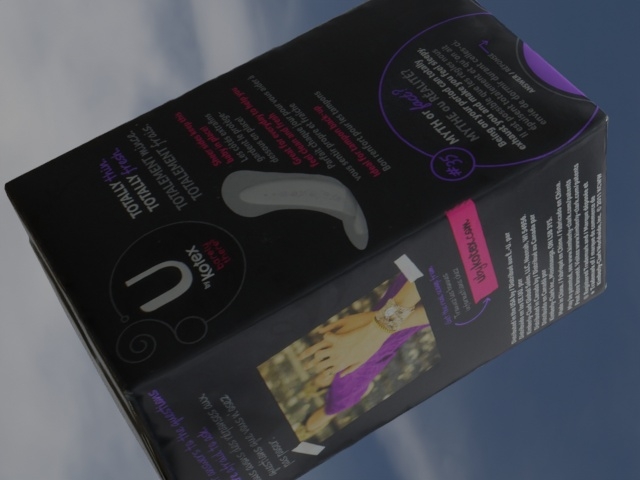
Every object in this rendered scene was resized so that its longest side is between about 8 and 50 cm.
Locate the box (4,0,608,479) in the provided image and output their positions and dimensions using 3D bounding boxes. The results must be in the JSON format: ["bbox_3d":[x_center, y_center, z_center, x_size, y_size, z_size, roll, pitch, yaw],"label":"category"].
[{"bbox_3d":[0.000,0.000,0.674,0.165,0.270,0.143,51,-17,39],"label":"box"}]
